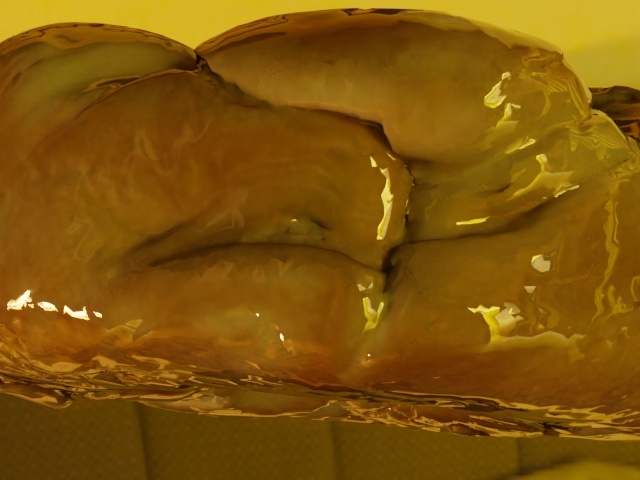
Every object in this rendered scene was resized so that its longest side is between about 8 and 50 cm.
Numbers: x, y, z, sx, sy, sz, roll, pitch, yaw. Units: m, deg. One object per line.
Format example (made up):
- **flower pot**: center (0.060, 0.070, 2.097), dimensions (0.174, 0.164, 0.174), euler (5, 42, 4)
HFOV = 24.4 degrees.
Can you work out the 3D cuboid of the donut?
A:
- **donut**: center (0.000, 0.000, 0.657), dimensions (0.360, 0.170, 0.360), euler (5, -9, 1)
